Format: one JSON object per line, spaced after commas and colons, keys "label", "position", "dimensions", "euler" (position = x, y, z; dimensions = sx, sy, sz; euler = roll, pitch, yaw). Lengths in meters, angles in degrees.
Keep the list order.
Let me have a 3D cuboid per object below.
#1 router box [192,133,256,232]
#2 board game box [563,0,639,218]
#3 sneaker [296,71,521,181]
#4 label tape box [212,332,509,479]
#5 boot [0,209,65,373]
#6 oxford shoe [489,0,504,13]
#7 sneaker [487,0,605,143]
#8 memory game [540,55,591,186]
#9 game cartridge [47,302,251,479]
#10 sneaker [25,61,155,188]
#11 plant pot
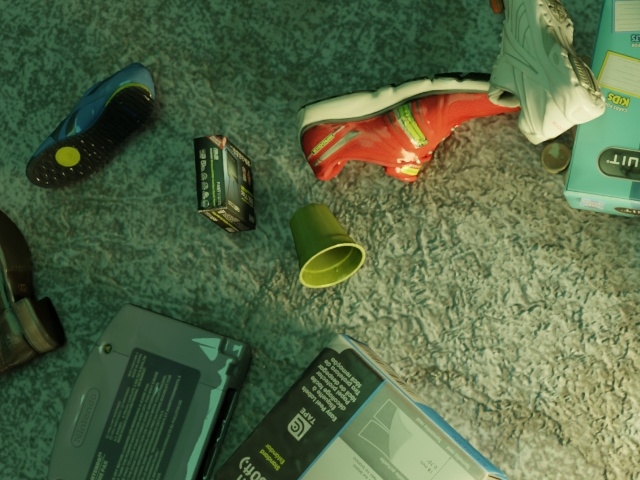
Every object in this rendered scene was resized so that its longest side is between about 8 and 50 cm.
{"label": "router box", "position": [-0.114, -0.067, 1.880], "dimensions": [0.038, 0.122, 0.092], "euler": [-7, 77, 14]}
{"label": "board game box", "position": [0.427, -0.184, 1.725], "dimensions": [0.254, 0.079, 0.336], "euler": [10, 81, 17]}
{"label": "sneaker", "position": [0.112, -0.130, 1.842], "dimensions": [0.279, 0.107, 0.118], "euler": [-10, 95, 19]}
{"label": "label tape box", "position": [0.010, 0.310, 1.767], "dimensions": [0.241, 0.106, 0.333], "euler": [42, 94, 22]}
{"label": "boot", "position": [-0.467, 0.092, 1.989], "dimensions": [0.229, 0.091, 0.263], "euler": [-30, 73, 11]}
{"label": "oxford shoe", "position": [0.252, -0.394, 1.836], "dimensions": [0.098, 0.097, 0.271], "euler": [10, 82, 15]}
{"label": "sneaker", "position": [0.224, -0.206, 1.731], "dimensions": [0.115, 0.090, 0.232], "euler": [-34, 48, 25]}
{"label": "memory game", "position": [0.334, -0.133, 1.795], "dimensions": [0.186, 0.012, 0.186], "euler": [-4, 78, 19]}
{"label": "game cartridge", "position": [-0.219, 0.236, 1.893], "dimensions": [0.198, 0.062, 0.297], "euler": [18, 85, 26]}
{"label": "sneaker", "position": [-0.293, -0.147, 2.000], "dimensions": [0.209, 0.069, 0.082], "euler": [-39, 36, 17]}
{"label": "plant pot", "position": [0.000, 0.000, 1.855], "dimensions": [0.083, 0.083, 0.079], "euler": [-32, 59, 11]}
